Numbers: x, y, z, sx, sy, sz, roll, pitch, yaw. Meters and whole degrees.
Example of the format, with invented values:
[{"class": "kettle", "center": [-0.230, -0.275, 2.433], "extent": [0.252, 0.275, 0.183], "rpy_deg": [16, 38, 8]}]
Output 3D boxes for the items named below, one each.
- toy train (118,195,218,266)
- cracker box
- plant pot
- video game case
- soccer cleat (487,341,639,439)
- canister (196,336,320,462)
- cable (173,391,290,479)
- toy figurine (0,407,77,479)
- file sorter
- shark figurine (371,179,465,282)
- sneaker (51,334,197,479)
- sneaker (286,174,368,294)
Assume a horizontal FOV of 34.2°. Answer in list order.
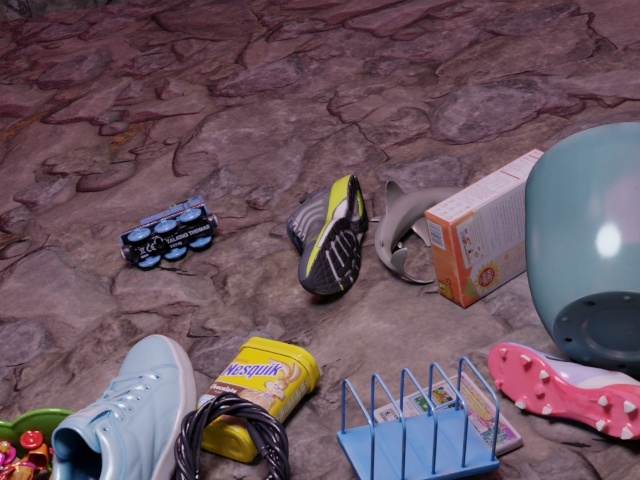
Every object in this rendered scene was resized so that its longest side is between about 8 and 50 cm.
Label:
[{"class": "toy train", "center": [-0.277, -0.014, 1.890], "extent": [0.184, 0.080, 0.105], "rpy_deg": [-22, 23, -8]}, {"class": "cracker box", "center": [0.277, -0.021, 1.604], "extent": [0.232, 0.156, 0.067], "rpy_deg": [-28, 34, -23]}, {"class": "plant pot", "center": [0.404, 0.032, 1.368], "extent": [0.293, 0.293, 0.235], "rpy_deg": [-1, 50, 21]}, {"class": "video game case", "center": [0.162, 0.245, 1.361], "extent": [0.143, 0.019, 0.157], "rpy_deg": [-21, 31, -12]}, {"class": "soccer cleat", "center": [0.328, 0.189, 1.341], "extent": [0.095, 0.083, 0.248], "rpy_deg": [-8, 18, -42]}, {"class": "canister", "center": [-0.097, 0.220, 1.450], "extent": [0.126, 0.073, 0.170], "rpy_deg": [9, 40, 33]}, {"class": "cable", "center": [-0.111, 0.277, 1.314], "extent": [0.150, 0.047, 0.184], "rpy_deg": [-7, 62, 16]}, {"class": "toy figurine", "center": [-0.378, 0.319, 1.358], "extent": [0.173, 0.130, 0.159], "rpy_deg": [4, 40, -9]}, {"class": "file sorter", "center": [0.118, 0.219, 1.268], "extent": [0.170, 0.104, 0.118], "rpy_deg": [-9, 29, -15]}, {"class": "shark figurine", "center": [0.128, -0.037, 1.732], "extent": [0.166, 0.116, 0.278], "rpy_deg": [1, 33, 25]}, {"class": "sneaker", "center": [-0.261, 0.245, 1.332], "extent": [0.135, 0.150, 0.366], "rpy_deg": [-17, 41, 22]}, {"class": "sneaker", "center": [0.000, 0.000, 1.750], "extent": [0.121, 0.111, 0.300], "rpy_deg": [-15, 25, 21]}]
